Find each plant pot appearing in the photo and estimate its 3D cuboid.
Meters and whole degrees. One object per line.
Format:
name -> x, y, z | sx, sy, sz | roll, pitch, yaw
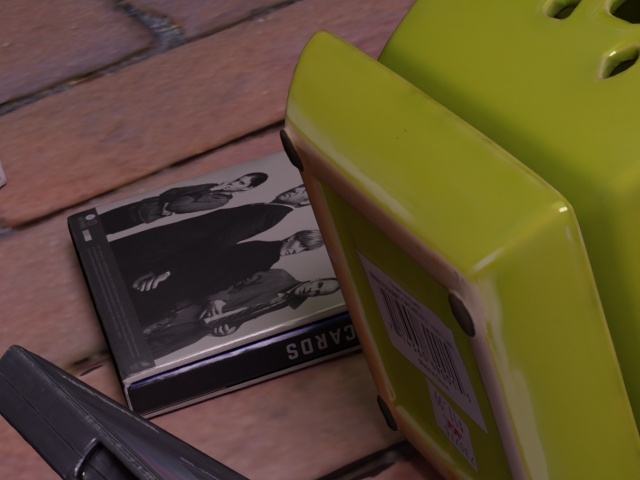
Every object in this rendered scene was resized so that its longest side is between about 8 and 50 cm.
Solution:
plant pot -> 0.123, -0.003, 0.744 | 0.207, 0.227, 0.228 | -27, 32, -12

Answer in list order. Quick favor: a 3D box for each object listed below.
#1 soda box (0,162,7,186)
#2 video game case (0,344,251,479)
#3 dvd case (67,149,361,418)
soda box -> -0.279, -0.016, 1.069 | 0.069, 0.074, 0.216 | 12, 38, 37
video game case -> 0.023, 0.133, 0.594 | 0.026, 0.196, 0.274 | -55, 38, -2
dvd case -> 0.000, 0.000, 0.975 | 0.238, 0.029, 0.179 | -17, 30, -8
